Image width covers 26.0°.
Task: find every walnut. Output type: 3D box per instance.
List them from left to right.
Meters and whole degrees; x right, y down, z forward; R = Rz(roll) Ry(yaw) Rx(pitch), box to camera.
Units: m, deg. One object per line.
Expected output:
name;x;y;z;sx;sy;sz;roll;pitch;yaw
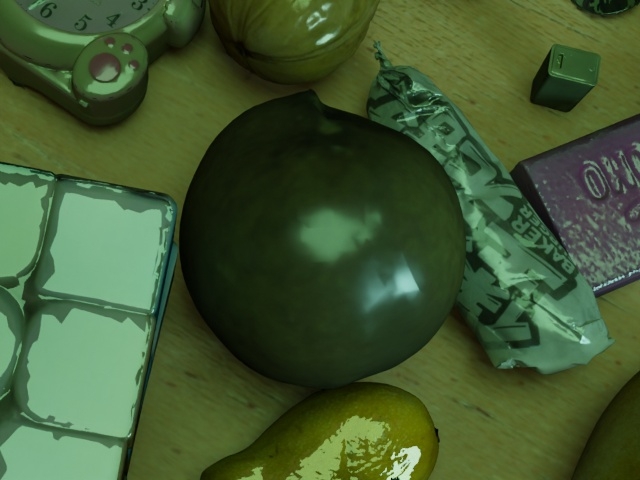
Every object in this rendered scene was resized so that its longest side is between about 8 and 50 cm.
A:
walnut;-0.024;-0.288;1.583;0.195;0.195;0.221;28;66;1

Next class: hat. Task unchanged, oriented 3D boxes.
hat;0.362;-0.342;1.733;0.121;0.050;0.121;3;70;-7

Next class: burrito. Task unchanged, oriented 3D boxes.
burrito;0.160;-0.035;1.570;0.139;0.101;0.445;-34;77;4

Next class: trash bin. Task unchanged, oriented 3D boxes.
trash bin;0.290;-0.192;1.653;0.061;0.092;0.043;13;72;-5

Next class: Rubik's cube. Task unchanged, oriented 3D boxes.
Rubik's cube;-0.338;0.131;1.330;0.347;0.344;0.346;13;71;-3

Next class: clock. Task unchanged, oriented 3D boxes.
clock;-0.265;-0.314;1.597;0.284;0.114;0.309;34;70;4

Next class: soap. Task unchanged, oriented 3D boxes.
soap;0.369;-0.050;1.628;0.259;0.081;0.181;-20;77;-14

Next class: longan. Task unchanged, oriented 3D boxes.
longan;0.000;0.000;1.447;0.319;0.319;0.319;2;73;-8

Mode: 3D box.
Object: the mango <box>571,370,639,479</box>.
mango;0.391;0.258;1.484;0.221;0.199;0.384;34;59;9

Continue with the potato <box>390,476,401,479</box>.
potato;0.001;0.409;1.357;0.237;0.301;0.288;-15;60;11

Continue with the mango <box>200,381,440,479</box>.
mango;0.002;0.243;1.473;0.262;0.109;0.157;-20;87;-7
